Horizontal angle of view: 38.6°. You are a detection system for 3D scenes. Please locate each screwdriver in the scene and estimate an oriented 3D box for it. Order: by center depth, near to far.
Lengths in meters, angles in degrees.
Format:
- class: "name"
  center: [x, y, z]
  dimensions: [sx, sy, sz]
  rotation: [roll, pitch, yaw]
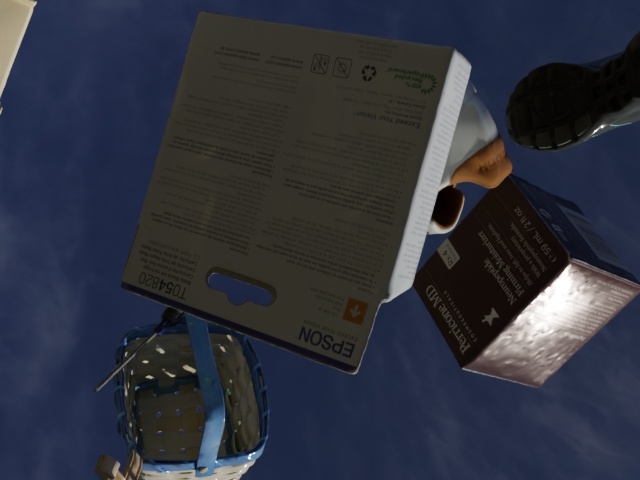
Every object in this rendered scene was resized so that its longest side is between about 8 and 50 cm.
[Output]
- class: "screwdriver"
  center: [-0.200, 0.118, 1.058]
  dimensions: [0.024, 0.025, 0.170]
  rotation: [25, -122, 27]

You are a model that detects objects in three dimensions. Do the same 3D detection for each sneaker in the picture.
- class: "sneaker"
  center: [0.050, -0.039, 0.848]
  dimensions: [0.290, 0.106, 0.123]
  rotation: [-26, -78, 48]
- class: "sneaker"
  center: [0.320, -0.154, 0.983]
  dimensions: [0.267, 0.106, 0.101]
  rotation: [-15, -104, 49]

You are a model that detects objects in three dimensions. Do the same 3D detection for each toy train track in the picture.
- class: "toy train track"
  center: [-0.090, 0.142, 0.482]
  dimensions: [0.014, 0.083, 0.048]
  rotation: [-15, -145, 22]

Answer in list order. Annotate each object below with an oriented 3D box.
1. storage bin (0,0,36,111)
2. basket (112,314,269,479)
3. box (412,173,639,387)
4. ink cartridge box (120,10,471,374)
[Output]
- class: "storage bin"
  center: [-0.448, -0.246, 0.942]
  dimensions: [0.123, 0.260, 0.262]
  rotation: [-66, -153, 4]
- class: "basket"
  center: [-0.172, 0.191, 1.215]
  dimensions: [0.201, 0.289, 0.254]
  rotation: [-6, -128, -12]
- class: "box"
  center: [0.264, 0.056, 1.191]
  dimensions: [0.203, 0.167, 0.168]
  rotation: [-51, -137, 24]
- class: "ink cartridge box"
  center: [-0.024, -0.042, 0.657]
  dimensions: [0.223, 0.045, 0.224]
  rotation: [17, -90, 31]
